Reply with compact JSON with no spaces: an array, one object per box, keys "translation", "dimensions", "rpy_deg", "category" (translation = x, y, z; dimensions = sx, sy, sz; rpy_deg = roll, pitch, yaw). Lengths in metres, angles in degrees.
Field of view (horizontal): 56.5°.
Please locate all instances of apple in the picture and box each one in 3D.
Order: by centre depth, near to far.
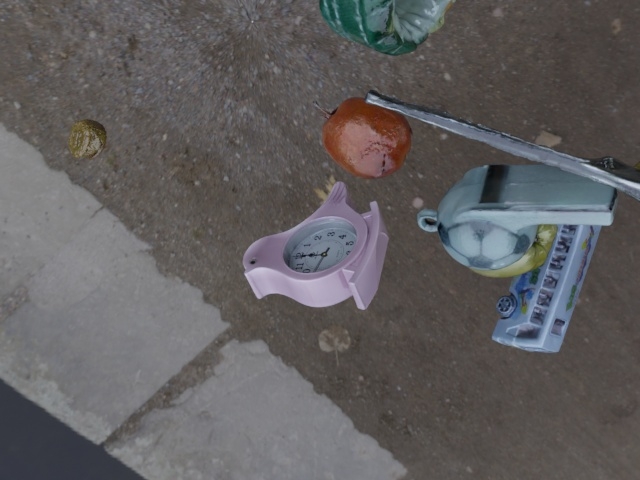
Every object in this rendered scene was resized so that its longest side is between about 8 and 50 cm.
[{"translation":[0.352,-0.015,1.160],"dimensions":[0.200,0.200,0.200],"rpy_deg":[-2,110,-6],"category":"apple"}]

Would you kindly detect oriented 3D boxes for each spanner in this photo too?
[{"translation":[0.195,-0.084,0.554],"dimensions":[0.325,0.093,0.026],"rpy_deg":[16,113,-5],"category":"spanner"}]

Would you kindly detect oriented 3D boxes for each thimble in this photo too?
[{"translation":[0.120,-0.472,1.011],"dimensions":[0.254,0.167,0.288],"rpy_deg":[-37,142,-31],"category":"thimble"}]

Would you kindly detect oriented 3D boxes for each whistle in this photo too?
[{"translation":[0.282,-0.029,0.888],"dimensions":[0.290,0.163,0.163],"rpy_deg":[2,114,28],"category":"whistle"}]

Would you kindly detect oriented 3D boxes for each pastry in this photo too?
[{"translation":[-0.580,-0.251,1.481],"dimensions":[0.057,0.109,0.097],"rpy_deg":[8,79,-50],"category":"pastry"}]

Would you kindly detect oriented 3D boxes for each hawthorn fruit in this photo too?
[{"translation":[0.097,-0.284,1.565],"dimensions":[0.299,0.211,0.211],"rpy_deg":[34,104,7],"category":"hawthorn fruit"}]

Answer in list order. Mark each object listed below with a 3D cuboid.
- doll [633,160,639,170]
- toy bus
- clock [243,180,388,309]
[{"translation":[0.397,-0.091,0.546],"dimensions":[0.137,0.097,0.209],"rpy_deg":[48,124,6],"category":"doll"},{"translation":[0.492,0.087,1.300],"dimensions":[0.109,0.136,0.329],"rpy_deg":[19,90,-38],"category":"toy bus"},{"translation":[0.000,0.000,1.211],"dimensions":[0.275,0.290,0.080],"rpy_deg":[-1,134,25],"category":"clock"}]
